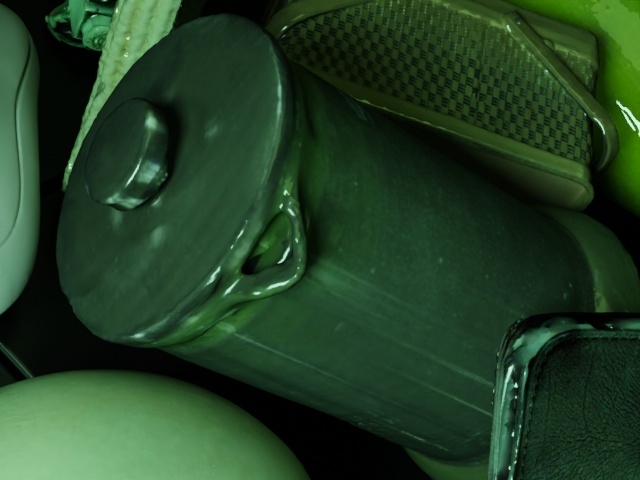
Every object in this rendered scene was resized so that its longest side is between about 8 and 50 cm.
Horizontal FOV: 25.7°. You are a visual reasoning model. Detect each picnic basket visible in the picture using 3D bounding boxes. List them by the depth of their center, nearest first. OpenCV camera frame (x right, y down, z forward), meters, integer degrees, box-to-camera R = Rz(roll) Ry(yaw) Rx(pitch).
[{"bbox_3d":[0.065,-0.086,1.009,0.267,0.165,0.139,18,53,-10],"label":"picnic basket"}]

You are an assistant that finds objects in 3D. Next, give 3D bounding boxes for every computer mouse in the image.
[{"bbox_3d":[-0.268,-0.078,0.893,0.184,0.121,0.296,7,55,-17],"label":"computer mouse"}]

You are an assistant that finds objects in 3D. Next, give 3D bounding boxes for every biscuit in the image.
[{"bbox_3d":[-0.112,-0.128,0.908,0.052,0.252,0.150,23,52,-7],"label":"biscuit"}]

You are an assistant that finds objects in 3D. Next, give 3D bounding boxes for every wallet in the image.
[{"bbox_3d":[0.155,0.197,0.795,0.172,0.045,0.318,1,98,-31],"label":"wallet"}]

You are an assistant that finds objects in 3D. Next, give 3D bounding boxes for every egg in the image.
[{"bbox_3d":[-0.118,0.161,0.739,0.253,0.186,0.186,0,57,-20],"label":"egg"}]

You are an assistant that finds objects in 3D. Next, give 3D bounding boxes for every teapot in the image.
[{"bbox_3d":[0.000,0.000,0.832,0.337,0.200,0.270,27,11,-39],"label":"teapot"}]

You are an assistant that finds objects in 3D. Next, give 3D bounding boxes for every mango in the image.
[{"bbox_3d":[0.251,-0.135,1.133,0.192,0.156,0.343,-28,74,-27],"label":"mango"}]

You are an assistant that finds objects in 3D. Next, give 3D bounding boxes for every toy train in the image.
[{"bbox_3d":[-0.148,-0.211,1.071,0.118,0.074,0.176,4,53,-25],"label":"toy train"}]
